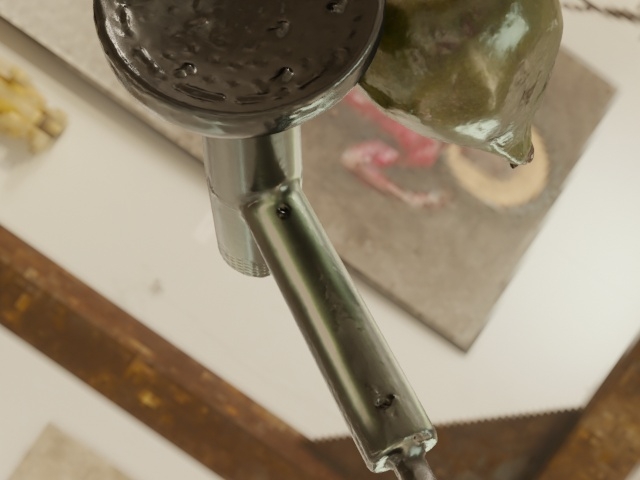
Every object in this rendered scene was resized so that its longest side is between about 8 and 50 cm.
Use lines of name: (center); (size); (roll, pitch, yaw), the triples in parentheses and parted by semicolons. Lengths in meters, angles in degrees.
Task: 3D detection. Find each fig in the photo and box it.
fig: (0.076, -0.109, 0.969); (0.185, 0.126, 0.133); (87, 27, -62)

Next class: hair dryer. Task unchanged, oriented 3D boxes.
hair dryer: (0.013, -0.015, 0.941); (0.156, 0.284, 0.320); (-38, 151, -17)
